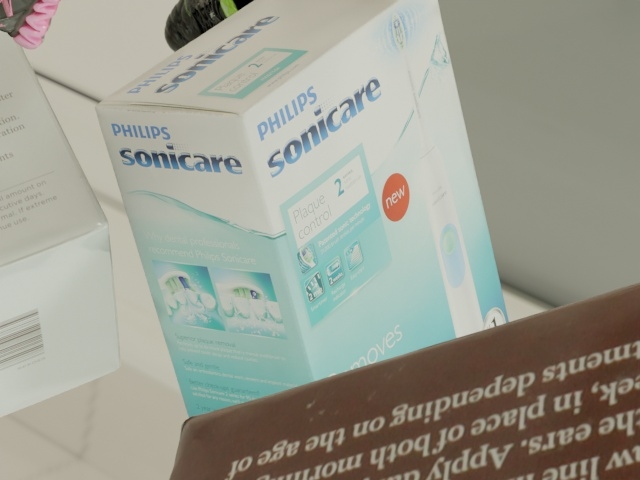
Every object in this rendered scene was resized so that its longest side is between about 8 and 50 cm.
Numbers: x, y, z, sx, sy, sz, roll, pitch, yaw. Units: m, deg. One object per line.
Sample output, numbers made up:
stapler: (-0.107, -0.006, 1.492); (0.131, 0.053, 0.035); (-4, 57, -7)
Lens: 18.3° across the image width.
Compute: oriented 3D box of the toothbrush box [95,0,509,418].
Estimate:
toothbrush box: (0.000, 0.000, 1.300); (0.216, 0.126, 0.295); (-39, 123, -43)

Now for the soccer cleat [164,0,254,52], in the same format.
soccer cleat: (-0.072, -0.198, 1.656); (0.072, 0.179, 0.060); (-34, 99, -54)

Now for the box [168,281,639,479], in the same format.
box: (0.047, 0.190, 0.354); (0.143, 0.191, 0.381); (52, 34, -31)

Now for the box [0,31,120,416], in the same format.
box: (-0.278, -0.069, 1.324); (0.168, 0.345, 0.215); (-22, 155, -14)

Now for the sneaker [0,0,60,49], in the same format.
sneaker: (-0.153, -0.142, 1.000); (0.119, 0.057, 0.047); (127, -24, -50)
